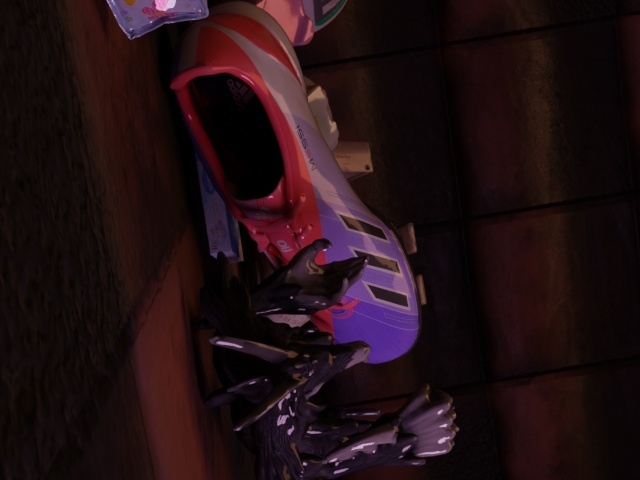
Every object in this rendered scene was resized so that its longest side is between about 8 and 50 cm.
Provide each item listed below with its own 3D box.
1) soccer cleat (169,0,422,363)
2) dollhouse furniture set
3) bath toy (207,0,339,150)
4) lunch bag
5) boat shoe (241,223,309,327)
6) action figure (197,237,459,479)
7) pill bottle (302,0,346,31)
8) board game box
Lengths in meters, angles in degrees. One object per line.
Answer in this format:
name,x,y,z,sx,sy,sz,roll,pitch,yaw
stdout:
soccer cleat,-0.020,-0.018,0.766,0.318,0.109,0.116,63,22,-22
dollhouse furniture set,0.000,0.000,1.430,0.161,0.212,0.242,-20,-104,51
bath toy,-0.069,-0.222,0.900,0.151,0.129,0.348,-38,129,-38
lunch bag,-0.084,-0.150,0.476,0.083,0.053,0.071,67,8,-48
boat shoe,-0.047,0.006,1.183,0.098,0.109,0.302,-56,-159,23
action figure,-0.002,0.083,0.667,0.275,0.141,0.164,83,-17,-79
pill bottle,-0.057,-0.416,1.286,0.361,0.204,0.204,85,-5,-76
board game box,-0.082,-0.029,0.833,0.090,0.020,0.090,78,4,-84
